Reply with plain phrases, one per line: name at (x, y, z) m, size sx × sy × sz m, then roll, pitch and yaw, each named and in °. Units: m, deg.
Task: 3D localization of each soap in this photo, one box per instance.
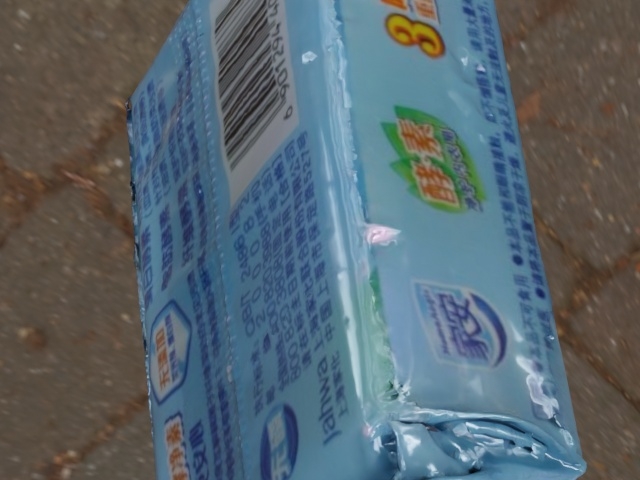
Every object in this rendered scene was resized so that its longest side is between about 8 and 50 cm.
soap at (0.000, 0.000, 0.620) m, size 0.156 × 0.077 × 0.293 m, roll -46°, pitch 42°, yaw 44°
